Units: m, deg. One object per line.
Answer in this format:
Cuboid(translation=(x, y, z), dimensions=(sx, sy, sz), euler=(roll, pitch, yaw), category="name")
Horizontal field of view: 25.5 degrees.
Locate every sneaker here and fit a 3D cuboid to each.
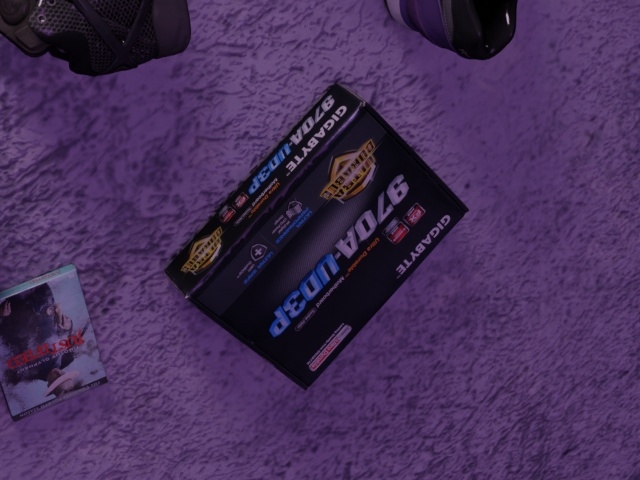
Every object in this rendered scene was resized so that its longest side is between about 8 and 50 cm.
Cuboid(translation=(-0.170, -0.209, 0.966), dimensions=(0.130, 0.087, 0.227), euler=(-27, 133, -24), category="sneaker")
Cuboid(translation=(0.136, -0.279, 1.089), dimensions=(0.107, 0.124, 0.283), euler=(-10, 121, -28), category="sneaker")

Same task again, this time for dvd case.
Cuboid(translation=(-0.226, 0.084, 1.152), dimensions=(0.087, 0.013, 0.119), euler=(-22, 127, -19), category="dvd case")

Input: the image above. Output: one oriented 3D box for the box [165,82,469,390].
Cuboid(translation=(0.000, 0.000, 1.217), dimensions=(0.220, 0.051, 0.175), euler=(-47, 130, 0), category="box")
